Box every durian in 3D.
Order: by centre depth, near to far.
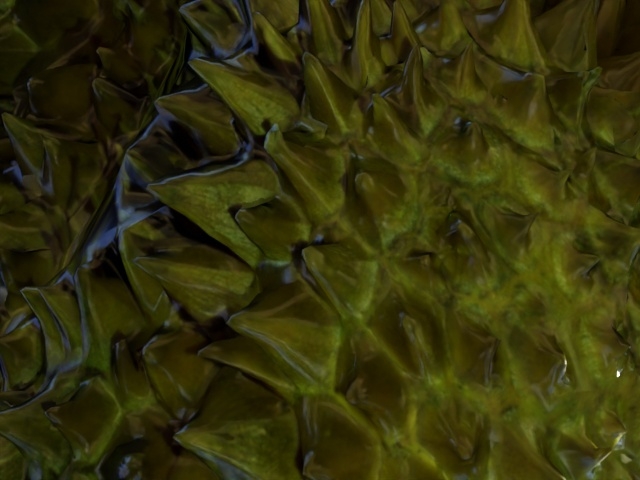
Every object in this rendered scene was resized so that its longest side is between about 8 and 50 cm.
[{"bbox_3d":[0.001,0.002,0.493,0.224,0.291,0.291,38,-138,-48],"label":"durian"}]
